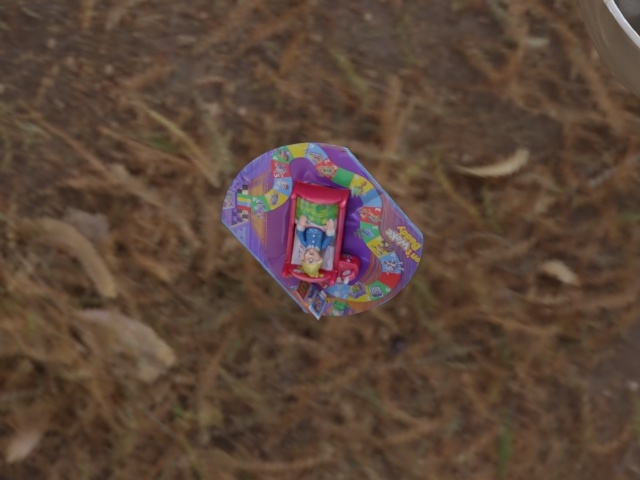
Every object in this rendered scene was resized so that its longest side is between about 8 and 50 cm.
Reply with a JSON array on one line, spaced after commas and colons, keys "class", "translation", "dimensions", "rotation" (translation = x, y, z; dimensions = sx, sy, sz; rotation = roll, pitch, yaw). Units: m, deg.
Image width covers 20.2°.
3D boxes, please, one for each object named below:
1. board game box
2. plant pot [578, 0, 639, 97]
[{"class": "board game box", "translation": [0.000, 0.000, 1.473], "dimensions": [0.133, 0.033, 0.168], "rotation": [-31, 112, 27]}, {"class": "plant pot", "translation": [0.276, -0.183, 1.225], "dimensions": [0.257, 0.274, 0.256], "rotation": [0, 82, -3]}]
